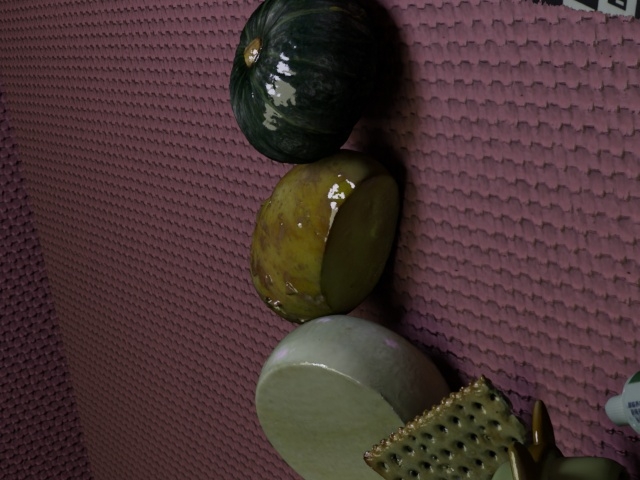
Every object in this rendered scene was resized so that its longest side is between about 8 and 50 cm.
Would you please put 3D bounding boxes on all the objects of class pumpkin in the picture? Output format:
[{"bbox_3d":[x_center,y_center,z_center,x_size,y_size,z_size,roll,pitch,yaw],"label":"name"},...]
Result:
[{"bbox_3d":[-0.016,-0.189,1.435,0.211,0.152,0.211,-27,55,46],"label":"pumpkin"}]

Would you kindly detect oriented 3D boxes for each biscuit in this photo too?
[{"bbox_3d":[0.154,0.237,1.383,0.144,0.016,0.203,44,127,-10],"label":"biscuit"}]

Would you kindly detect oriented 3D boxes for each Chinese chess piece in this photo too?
[{"bbox_3d":[0.043,0.205,1.508,0.250,0.101,0.250,22,136,23],"label":"Chinese chess piece"}]

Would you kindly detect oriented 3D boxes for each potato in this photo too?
[{"bbox_3d":[0.000,0.000,1.527,0.176,0.141,0.298,53,149,16],"label":"potato"}]

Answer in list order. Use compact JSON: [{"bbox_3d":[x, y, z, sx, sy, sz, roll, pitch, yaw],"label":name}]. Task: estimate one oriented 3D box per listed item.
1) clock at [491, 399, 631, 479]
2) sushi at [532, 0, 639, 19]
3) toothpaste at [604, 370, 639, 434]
[{"bbox_3d":[0.230,0.329,1.154,0.117,0.286,0.348,-7,97,20],"label":"clock"},{"bbox_3d":[0.252,-0.266,0.991,0.279,0.043,0.192,22,124,58],"label":"sushi"},{"bbox_3d":[0.353,0.112,1.001,0.392,0.061,0.098,-28,80,60],"label":"toothpaste"}]
